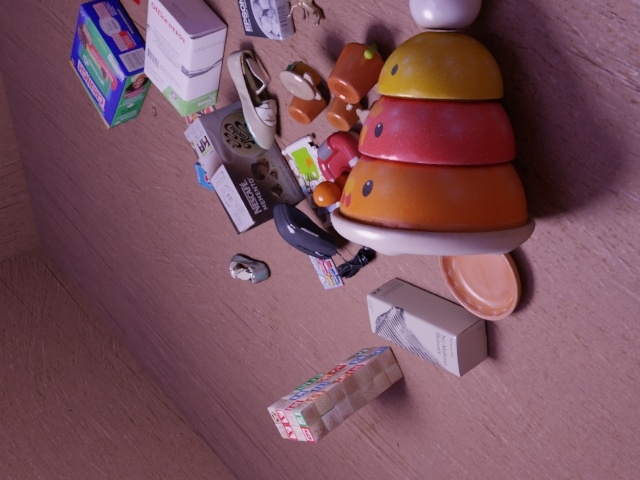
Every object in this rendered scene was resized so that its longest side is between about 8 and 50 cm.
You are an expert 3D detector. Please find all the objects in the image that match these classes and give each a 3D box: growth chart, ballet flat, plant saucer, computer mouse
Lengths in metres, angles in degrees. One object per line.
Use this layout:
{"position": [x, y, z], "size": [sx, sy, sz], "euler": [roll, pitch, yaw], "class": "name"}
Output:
{"position": [-0.008, -0.140, 1.917], "size": [0.237, 0.021, 0.172], "euler": [61, 150, 3], "class": "growth chart"}
{"position": [-0.232, 0.087, 2.380], "size": [0.213, 0.068, 0.072], "euler": [8, 120, 54], "class": "ballet flat"}
{"position": [0.318, 0.061, 1.572], "size": [0.200, 0.037, 0.200], "euler": [35, 141, 36], "class": "plant saucer"}
{"position": [-0.153, -0.344, 1.923], "size": [0.086, 0.086, 0.248], "euler": [-12, 103, 58], "class": "ballet flat"}
{"position": [0.000, 0.000, 1.889], "size": [0.262, 0.060, 0.184], "euler": [40, 149, -10], "class": "computer mouse"}

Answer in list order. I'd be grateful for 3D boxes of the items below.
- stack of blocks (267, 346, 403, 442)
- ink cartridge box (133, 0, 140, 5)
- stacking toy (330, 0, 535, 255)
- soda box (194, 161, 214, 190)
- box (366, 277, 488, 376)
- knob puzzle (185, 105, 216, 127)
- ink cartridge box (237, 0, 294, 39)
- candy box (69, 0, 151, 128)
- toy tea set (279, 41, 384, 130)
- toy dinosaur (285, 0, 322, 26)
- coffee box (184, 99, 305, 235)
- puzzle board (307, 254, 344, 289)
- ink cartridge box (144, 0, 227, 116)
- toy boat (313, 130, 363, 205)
{"position": [0.038, 0.377, 1.979], "size": [0.171, 0.297, 0.087], "euler": [-16, 102, 59], "class": "stack of blocks"}
{"position": [-0.637, -0.820, 2.214], "size": [0.309, 0.130, 0.272], "euler": [43, 145, 29], "class": "ink cartridge box"}
{"position": [0.196, -0.228, 1.349], "size": [0.351, 0.351, 0.479], "euler": [15, 108, 51], "class": "stacking toy"}
{"position": [-0.263, -0.173, 2.219], "size": [0.210, 0.071, 0.067], "euler": [25, 132, 46], "class": "soda box"}
{"position": [0.229, 0.185, 1.743], "size": [0.275, 0.094, 0.113], "euler": [22, 131, 48], "class": "box"}
{"position": [-0.344, -0.350, 2.243], "size": [0.213, 0.030, 0.213], "euler": [36, 140, 37], "class": "knob puzzle"}
{"position": [-0.150, -0.559, 1.778], "size": [0.208, 0.045, 0.206], "euler": [23, 132, 49], "class": "ink cartridge box"}
{"position": [-0.643, -0.542, 2.449], "size": [0.268, 0.122, 0.317], "euler": [58, 150, 7], "class": "candy box"}
{"position": [0.040, -0.323, 1.650], "size": [0.336, 0.124, 0.200], "euler": [17, 157, 46], "class": "toy tea set"}
{"position": [-0.052, -0.527, 1.665], "size": [0.093, 0.053, 0.183], "euler": [-18, 106, 43], "class": "toy dinosaur"}
{"position": [-0.191, -0.186, 2.009], "size": [0.297, 0.168, 0.119], "euler": [63, 149, 1], "class": "coffee box"}
{"position": [0.007, 0.066, 2.062], "size": [0.096, 0.011, 0.128], "euler": [-20, 96, 59], "class": "puzzle board"}
{"position": [-0.353, -0.492, 2.061], "size": [0.198, 0.115, 0.273], "euler": [49, 147, 20], "class": "ink cartridge box"}
{"position": [0.050, -0.113, 1.721], "size": [0.231, 0.151, 0.151], "euler": [59, 149, 6], "class": "toy boat"}
